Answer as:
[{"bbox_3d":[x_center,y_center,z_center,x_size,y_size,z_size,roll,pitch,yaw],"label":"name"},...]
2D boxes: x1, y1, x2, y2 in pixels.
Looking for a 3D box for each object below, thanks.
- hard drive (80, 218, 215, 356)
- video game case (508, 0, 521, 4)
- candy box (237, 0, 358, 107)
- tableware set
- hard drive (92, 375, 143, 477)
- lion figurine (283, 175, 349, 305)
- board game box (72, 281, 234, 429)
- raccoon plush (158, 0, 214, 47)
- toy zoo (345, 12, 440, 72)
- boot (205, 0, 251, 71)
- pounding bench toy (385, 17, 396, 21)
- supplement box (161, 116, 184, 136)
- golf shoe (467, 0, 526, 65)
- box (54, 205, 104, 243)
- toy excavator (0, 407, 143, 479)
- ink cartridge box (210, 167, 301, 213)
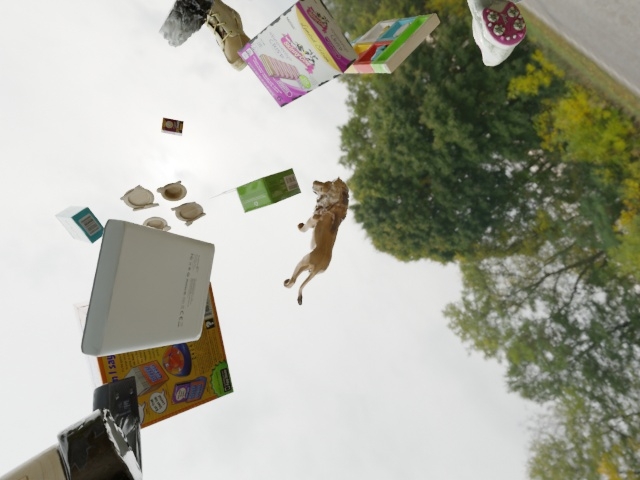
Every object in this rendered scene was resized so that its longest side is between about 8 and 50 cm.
[{"bbox_3d":[-0.327,0.099,0.985,0.353,0.047,0.233,28,-110,-76],"label":"hard drive"},{"bbox_3d":[0.529,-0.668,1.256,0.011,0.121,0.087,50,162,38],"label":"video game case"},{"bbox_3d":[-0.053,-0.395,1.025,0.159,0.233,0.071,49,-121,-22],"label":"candy box"},{"bbox_3d":[-0.341,-0.072,1.060,0.169,0.140,0.020,71,179,-55],"label":"tableware set"},{"bbox_3d":[-0.488,0.467,1.166,0.172,0.054,0.255,83,179,-80],"label":"hard drive"},{"bbox_3d":[0.000,0.000,1.562,0.142,0.240,0.393,15,-114,-24],"label":"lion figurine"},{"bbox_3d":[-0.534,0.336,1.523,0.355,0.356,0.357,-14,-84,-32],"label":"board game box"},{"bbox_3d":[-0.142,-0.597,1.142,0.299,0.446,0.216,28,-159,-31],"label":"raccoon plush"},{"bbox_3d":[0.162,-0.530,1.313,0.030,0.192,0.293,48,170,-32],"label":"toy zoo"},{"bbox_3d":[-0.294,-0.604,1.336,0.203,0.095,0.262,25,-139,-51],"label":"boot"},{"bbox_3d":[0.214,-0.664,1.548,0.052,0.083,0.065,-8,-92,-61],"label":"pounding bench toy"},{"bbox_3d":[-0.587,-0.451,1.918,0.083,0.043,0.055,6,-97,-18],"label":"supplement box"},{"bbox_3d":[0.413,-0.580,1.211,0.140,0.115,0.307,83,180,-71],"label":"golf shoe"},{"bbox_3d":[-0.754,-0.052,1.520,0.060,0.244,0.101,-43,-61,-27],"label":"box"},{"bbox_3d":[-0.302,0.410,0.633,0.222,0.446,0.433,-30,-134,-24],"label":"toy excavator"},{"bbox_3d":[-0.224,-0.157,1.676,0.188,0.255,0.097,-31,-78,-56],"label":"ink cartridge box"}]
